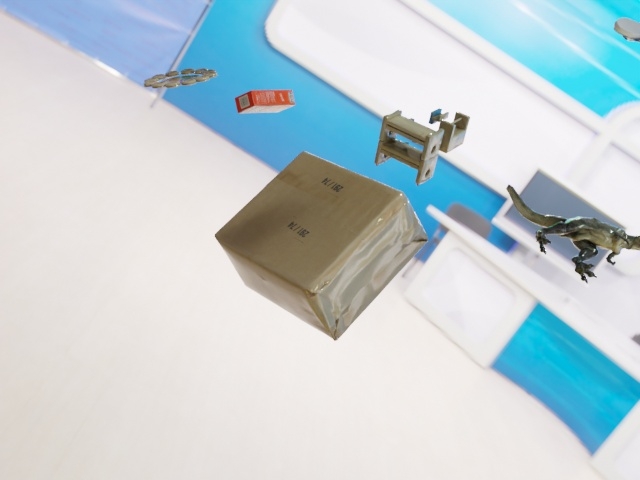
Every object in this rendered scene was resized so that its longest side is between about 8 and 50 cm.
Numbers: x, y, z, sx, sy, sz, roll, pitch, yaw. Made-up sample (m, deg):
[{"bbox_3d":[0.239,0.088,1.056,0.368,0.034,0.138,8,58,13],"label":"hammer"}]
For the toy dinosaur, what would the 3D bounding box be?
[{"bbox_3d":[0.386,-0.006,1.267,0.268,0.064,0.118,22,44,25],"label":"toy dinosaur"}]

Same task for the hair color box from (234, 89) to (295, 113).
[{"bbox_3d":[-0.140,-0.353,2.129,0.141,0.072,0.043,-12,89,-44],"label":"hair color box"}]

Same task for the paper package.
[{"bbox_3d":[0.000,0.000,1.740,0.325,0.309,0.168,25,-27,43],"label":"paper package"}]

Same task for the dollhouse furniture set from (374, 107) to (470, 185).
[{"bbox_3d":[0.239,-0.234,1.974,0.129,0.128,0.184,30,38,26],"label":"dollhouse furniture set"}]

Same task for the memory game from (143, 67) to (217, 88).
[{"bbox_3d":[-0.347,-0.402,2.072,0.186,0.012,0.186,-6,23,2],"label":"memory game"}]

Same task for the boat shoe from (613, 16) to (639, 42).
[{"bbox_3d":[0.711,-0.471,1.905,0.142,0.040,0.049,-1,62,-33],"label":"boat shoe"}]
